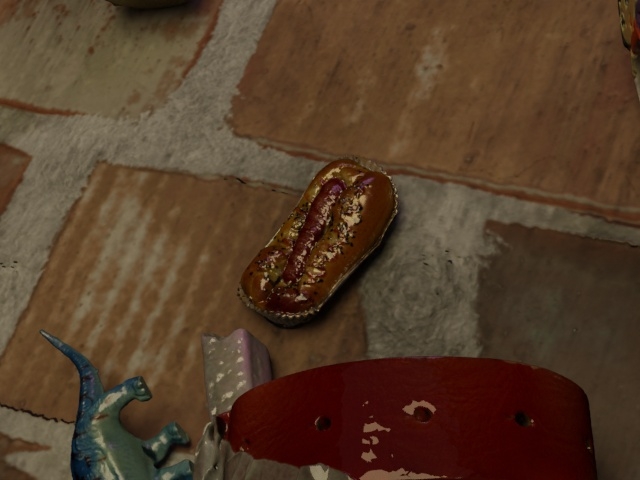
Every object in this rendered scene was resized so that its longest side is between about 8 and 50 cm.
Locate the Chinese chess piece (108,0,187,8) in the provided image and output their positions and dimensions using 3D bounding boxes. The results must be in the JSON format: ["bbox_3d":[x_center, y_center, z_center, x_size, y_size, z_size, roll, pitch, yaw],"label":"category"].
[{"bbox_3d":[-0.197,-0.300,1.693,0.122,0.122,0.051,-4,77,18],"label":"Chinese chess piece"}]

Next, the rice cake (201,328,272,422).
[{"bbox_3d":[-0.061,0.229,1.355,0.056,0.072,0.365,-17,54,13],"label":"rice cake"}]

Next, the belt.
[{"bbox_3d":[0.061,0.193,1.233,0.324,0.227,0.115,-6,56,11],"label":"belt"}]

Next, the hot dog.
[{"bbox_3d":[0.000,0.000,1.478,0.108,0.059,0.191,26,74,36],"label":"hot dog"}]

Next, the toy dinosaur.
[{"bbox_3d":[-0.178,0.210,1.408,0.144,0.076,0.329,-21,65,16],"label":"toy dinosaur"}]

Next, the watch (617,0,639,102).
[{"bbox_3d":[0.399,-0.191,1.369,0.231,0.196,0.244,-14,53,4],"label":"watch"}]
